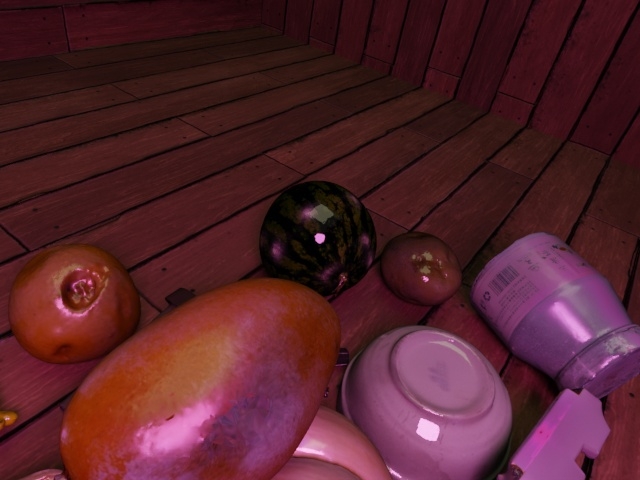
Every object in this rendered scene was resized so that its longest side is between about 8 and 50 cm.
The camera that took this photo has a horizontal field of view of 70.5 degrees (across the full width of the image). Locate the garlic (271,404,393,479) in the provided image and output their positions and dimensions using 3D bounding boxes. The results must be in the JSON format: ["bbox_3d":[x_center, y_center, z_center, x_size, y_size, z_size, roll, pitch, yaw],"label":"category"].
[{"bbox_3d":[-0.013,0.362,0.593,0.313,0.250,0.286,11,-6,10],"label":"garlic"}]

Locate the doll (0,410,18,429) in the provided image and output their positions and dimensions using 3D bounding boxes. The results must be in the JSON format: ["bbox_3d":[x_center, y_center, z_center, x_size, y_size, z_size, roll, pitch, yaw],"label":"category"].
[{"bbox_3d":[-0.572,0.245,0.665,0.241,0.135,0.099,14,66,5],"label":"doll"}]

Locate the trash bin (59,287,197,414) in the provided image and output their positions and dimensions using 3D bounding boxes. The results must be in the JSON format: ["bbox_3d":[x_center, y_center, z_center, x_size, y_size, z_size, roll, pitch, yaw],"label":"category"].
[{"bbox_3d":[-0.220,0.233,0.689,0.219,0.219,0.250,28,47,22],"label":"trash bin"}]

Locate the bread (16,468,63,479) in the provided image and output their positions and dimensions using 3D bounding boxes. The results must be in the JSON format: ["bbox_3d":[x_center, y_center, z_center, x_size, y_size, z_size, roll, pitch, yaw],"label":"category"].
[{"bbox_3d":[-0.358,0.391,0.521,0.209,0.110,0.192,-21,42,-36],"label":"bread"}]

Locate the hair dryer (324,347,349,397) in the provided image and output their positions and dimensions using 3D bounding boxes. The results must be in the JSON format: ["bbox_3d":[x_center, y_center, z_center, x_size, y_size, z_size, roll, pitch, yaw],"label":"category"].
[{"bbox_3d":[-0.015,0.227,0.783,0.195,0.075,0.219,4,2,-20],"label":"hair dryer"}]

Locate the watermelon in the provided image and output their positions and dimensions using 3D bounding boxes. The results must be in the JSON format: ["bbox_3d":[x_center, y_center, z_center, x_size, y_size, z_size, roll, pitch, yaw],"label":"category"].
[{"bbox_3d":[-0.002,-0.003,1.010,0.268,0.269,0.269,7,37,-5],"label":"watermelon"}]

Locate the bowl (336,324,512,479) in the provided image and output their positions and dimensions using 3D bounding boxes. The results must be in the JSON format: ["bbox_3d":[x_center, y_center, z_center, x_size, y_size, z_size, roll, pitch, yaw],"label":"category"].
[{"bbox_3d":[0.189,0.269,0.784,0.307,0.163,0.307,6,41,-5],"label":"bowl"}]

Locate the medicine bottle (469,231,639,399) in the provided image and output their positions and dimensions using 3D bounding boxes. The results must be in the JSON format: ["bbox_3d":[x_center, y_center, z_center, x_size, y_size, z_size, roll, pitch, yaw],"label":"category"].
[{"bbox_3d":[0.489,0.163,0.927,0.245,0.245,0.290,-9,44,-24],"label":"medicine bottle"}]

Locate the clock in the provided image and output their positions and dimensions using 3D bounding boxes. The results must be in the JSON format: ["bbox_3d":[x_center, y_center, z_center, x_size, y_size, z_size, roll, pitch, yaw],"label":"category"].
[{"bbox_3d":[0.333,0.351,0.685,0.253,0.186,0.083,-25,48,-37],"label":"clock"}]

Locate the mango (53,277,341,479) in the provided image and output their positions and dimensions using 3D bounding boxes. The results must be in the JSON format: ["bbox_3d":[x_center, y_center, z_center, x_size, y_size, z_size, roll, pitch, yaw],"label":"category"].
[{"bbox_3d":[-0.102,0.166,0.528,0.384,0.199,0.222,-24,92,-46],"label":"mango"}]

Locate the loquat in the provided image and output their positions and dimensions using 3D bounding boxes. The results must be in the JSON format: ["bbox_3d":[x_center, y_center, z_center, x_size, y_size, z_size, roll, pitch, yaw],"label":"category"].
[{"bbox_3d":[-0.430,0.110,0.791,0.213,0.213,0.213,7,37,-5],"label":"loquat"}]

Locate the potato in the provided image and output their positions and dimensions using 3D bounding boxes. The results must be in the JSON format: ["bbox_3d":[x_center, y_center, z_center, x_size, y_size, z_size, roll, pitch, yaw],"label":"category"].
[{"bbox_3d":[0.233,0.061,1.066,0.178,0.160,0.235,34,26,-10],"label":"potato"}]
